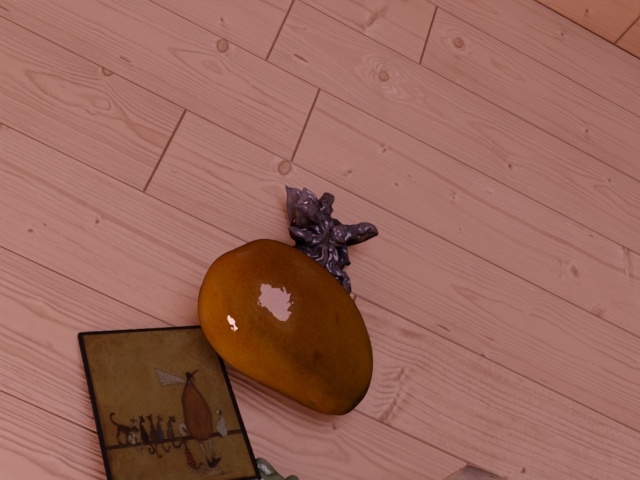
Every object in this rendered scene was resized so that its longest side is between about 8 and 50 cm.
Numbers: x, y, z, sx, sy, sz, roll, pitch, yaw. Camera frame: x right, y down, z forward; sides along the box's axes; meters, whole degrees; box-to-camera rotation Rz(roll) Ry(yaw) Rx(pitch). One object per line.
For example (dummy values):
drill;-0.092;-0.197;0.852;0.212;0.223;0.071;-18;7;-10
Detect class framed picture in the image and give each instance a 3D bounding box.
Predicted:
framed picture;-0.265;0.284;1.652;0.255;0.014;0.339;0;46;-26

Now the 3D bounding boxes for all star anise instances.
star anise;-0.004;0.000;1.961;0.212;0.129;0.283;37;52;-22

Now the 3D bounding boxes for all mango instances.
mango;-0.053;0.159;1.767;0.378;0.221;0.264;44;45;-8

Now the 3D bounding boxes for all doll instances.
doll;-0.071;0.442;1.670;0.150;0.078;0.115;39;12;15

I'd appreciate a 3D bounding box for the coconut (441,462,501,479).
coconut;0.258;0.528;1.676;0.227;0.227;0.230;-20;71;-35

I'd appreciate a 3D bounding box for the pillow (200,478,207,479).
pillow;-0.199;0.477;1.563;0.223;0.084;0.236;-21;69;-34
